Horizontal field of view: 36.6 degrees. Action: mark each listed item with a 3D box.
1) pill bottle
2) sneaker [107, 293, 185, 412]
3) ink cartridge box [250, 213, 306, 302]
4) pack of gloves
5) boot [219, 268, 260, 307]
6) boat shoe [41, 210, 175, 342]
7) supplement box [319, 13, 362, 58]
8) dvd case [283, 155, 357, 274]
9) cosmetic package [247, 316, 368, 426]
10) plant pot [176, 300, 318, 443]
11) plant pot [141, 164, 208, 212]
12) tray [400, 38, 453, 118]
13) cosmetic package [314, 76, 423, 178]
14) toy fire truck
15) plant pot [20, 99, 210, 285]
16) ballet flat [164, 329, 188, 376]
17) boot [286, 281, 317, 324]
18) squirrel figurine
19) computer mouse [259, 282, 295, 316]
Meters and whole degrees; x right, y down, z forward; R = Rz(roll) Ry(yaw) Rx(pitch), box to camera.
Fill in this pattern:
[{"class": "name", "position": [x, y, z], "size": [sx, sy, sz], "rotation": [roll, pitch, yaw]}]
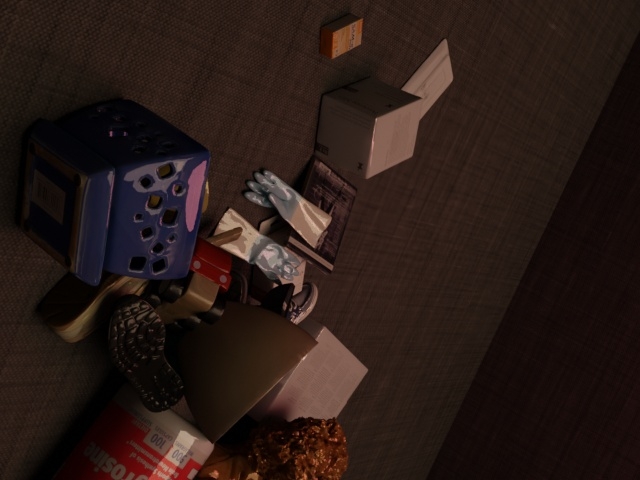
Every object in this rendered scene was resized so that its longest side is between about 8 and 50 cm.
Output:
[{"class": "pill bottle", "position": [-0.413, 0.502, 1.906], "size": [0.407, 0.229, 0.229], "rotation": [-54, 150, -13]}, {"class": "sneaker", "position": [-0.343, 0.190, 1.778], "size": [0.107, 0.124, 0.283], "rotation": [-26, 135, -18]}, {"class": "ink cartridge box", "position": [-0.089, 0.039, 2.181], "size": [0.115, 0.067, 0.198], "rotation": [-29, 136, -46]}, {"class": "pack of gloves", "position": [-0.092, -0.024, 2.048], "size": [0.232, 0.046, 0.195], "rotation": [36, 77, -32]}, {"class": "boot", "position": [-0.191, 0.180, 2.129], "size": [0.223, 0.118, 0.338], "rotation": [-28, 143, -55]}, {"class": "boat shoe", "position": [-0.363, 0.063, 1.745], "size": [0.302, 0.109, 0.098], "rotation": [-45, 152, -17]}, {"class": "supplement box", "position": [0.044, -0.428, 2.024], "size": [0.098, 0.036, 0.062], "rotation": [-36, 142, -38]}, {"class": "dvd case", "position": [0.002, -0.055, 2.188], "size": [0.164, 0.018, 0.221], "rotation": [35, 65, -44]}, {"class": "cosmetic package", "position": [-0.040, 0.380, 2.518], "size": [0.284, 0.097, 0.377], "rotation": [-57, 150, -11]}, {"class": "plant pot", "position": [-0.171, 0.231, 1.894], "size": [0.284, 0.191, 0.284], "rotation": [-44, 175, -5]}, {"class": "plant pot", "position": [-0.268, -0.108, 1.738], "size": [0.095, 0.134, 0.134], "rotation": [-10, 127, -24]}, {"class": "tray", "position": [0.254, -0.364, 2.412], "size": [0.270, 0.030, 0.145], "rotation": [-50, 148, -19]}, {"class": "cosmetic package", "position": [0.108, -0.253, 2.155], "size": [0.184, 0.151, 0.151], "rotation": [-29, 137, -45]}, {"class": "toy fire truck", "position": [-0.230, 0.046, 1.845], "size": [0.158, 0.217, 0.246], "rotation": [31, 61, -25]}, {"class": "plant pot", "position": [-0.340, -0.073, 1.544], "size": [0.212, 0.236, 0.236], "rotation": [-14, 126, -44]}, {"class": "ballet flat", "position": [-0.293, 0.218, 2.009], "size": [0.087, 0.083, 0.247], "rotation": [-46, 152, -52]}, {"class": "boot", "position": [-0.081, 0.165, 2.298], "size": [0.190, 0.069, 0.086], "rotation": [-52, 152, -12]}, {"class": "squirrel figurine", "position": [-0.147, 0.524, 2.268], "size": [0.370, 0.281, 0.397], "rotation": [27, 123, -34]}, {"class": "computer mouse", "position": [-0.121, 0.206, 2.107], "size": [0.262, 0.060, 0.184], "rotation": [106, 5, -57]}]
